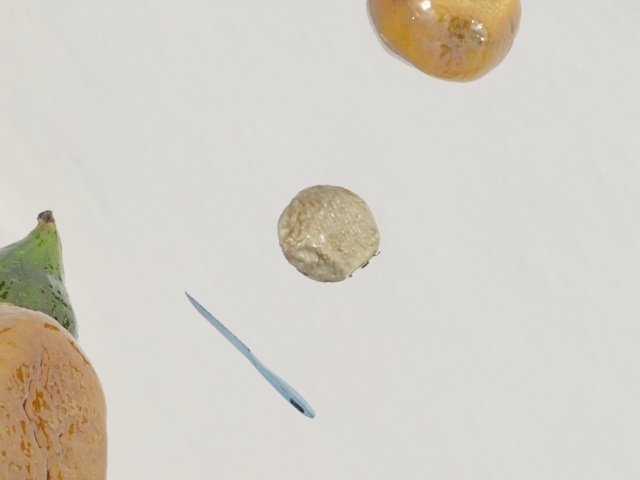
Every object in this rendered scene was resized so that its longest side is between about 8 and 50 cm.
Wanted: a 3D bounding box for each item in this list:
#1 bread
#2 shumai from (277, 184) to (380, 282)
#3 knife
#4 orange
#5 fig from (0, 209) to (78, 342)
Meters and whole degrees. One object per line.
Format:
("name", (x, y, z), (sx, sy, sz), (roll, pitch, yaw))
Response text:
("bread", (-0.307, 0.231, 1.241), (0.236, 0.183, 0.389), (37, -150, -35))
("shumai", (0.002, -0.003, 1.810), (0.145, 0.145, 0.116), (53, 151, 4))
("knife", (-0.117, 0.178, 2.138), (0.313, 0.019, 0.044), (40, 158, 28))
("orange", (0.182, -0.351, 2.106), (0.249, 0.249, 0.183), (51, 145, 7))
("fig", (-0.362, 0.075, 1.634), (0.203, 0.235, 0.203), (31, 161, 11))
